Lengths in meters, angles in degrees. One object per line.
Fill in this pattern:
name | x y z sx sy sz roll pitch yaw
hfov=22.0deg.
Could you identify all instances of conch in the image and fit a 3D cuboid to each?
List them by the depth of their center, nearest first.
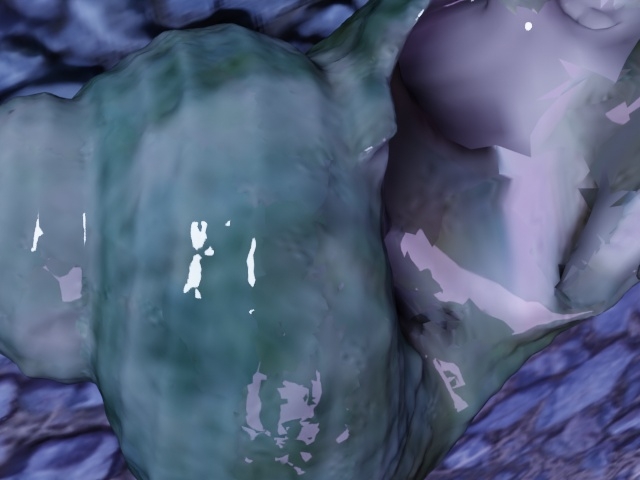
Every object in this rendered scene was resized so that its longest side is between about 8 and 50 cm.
conch | 0.000 0.000 0.548 0.277 0.195 0.220 5 116 -11
